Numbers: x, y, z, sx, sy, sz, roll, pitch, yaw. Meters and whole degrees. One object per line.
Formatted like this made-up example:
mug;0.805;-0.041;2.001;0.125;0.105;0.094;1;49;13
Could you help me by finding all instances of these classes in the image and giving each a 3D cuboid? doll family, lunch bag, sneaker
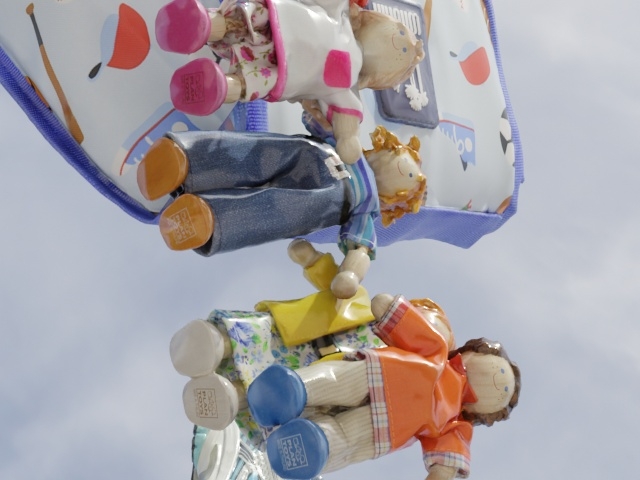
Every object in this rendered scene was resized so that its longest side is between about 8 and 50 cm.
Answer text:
doll family;0.000;0.000;0.607;0.118;0.163;0.263;-25;-104;47
lunch bag;-0.050;-0.152;0.906;0.239;0.328;0.385;-50;-119;26
sneaker;-0.051;0.232;1.037;0.122;0.283;0.110;3;-51;-2
